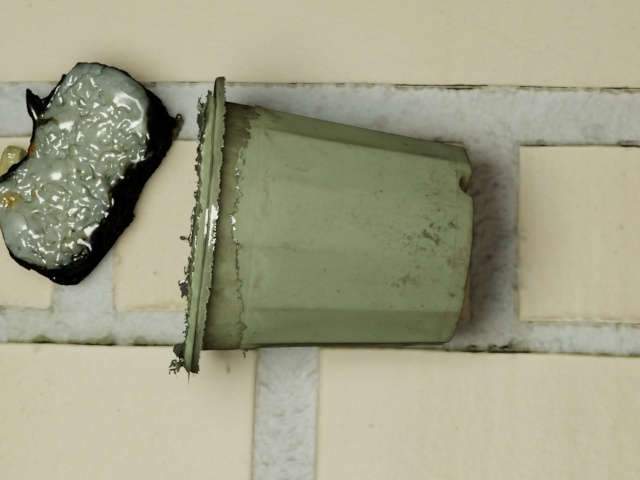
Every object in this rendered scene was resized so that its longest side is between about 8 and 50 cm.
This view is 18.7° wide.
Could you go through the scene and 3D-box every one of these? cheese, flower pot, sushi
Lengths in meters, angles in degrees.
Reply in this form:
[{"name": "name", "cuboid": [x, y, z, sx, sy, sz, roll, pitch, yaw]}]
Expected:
[{"name": "cheese", "cuboid": [-0.309, -0.053, 1.927, 0.030, 0.044, 0.083, 11, 81, 3]}, {"name": "flower pot", "cuboid": [0.000, 0.000, 1.791, 0.259, 0.290, 0.290, 6, 83, -6]}, {"name": "sushi", "cuboid": [-0.240, -0.067, 1.886, 0.147, 0.115, 0.212, 24, 85, 6]}]
